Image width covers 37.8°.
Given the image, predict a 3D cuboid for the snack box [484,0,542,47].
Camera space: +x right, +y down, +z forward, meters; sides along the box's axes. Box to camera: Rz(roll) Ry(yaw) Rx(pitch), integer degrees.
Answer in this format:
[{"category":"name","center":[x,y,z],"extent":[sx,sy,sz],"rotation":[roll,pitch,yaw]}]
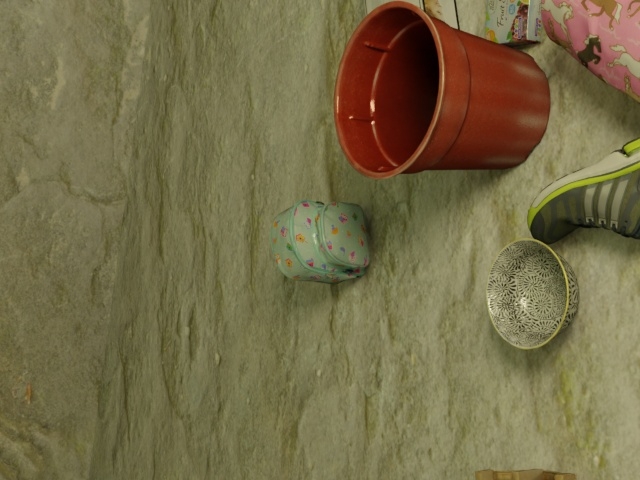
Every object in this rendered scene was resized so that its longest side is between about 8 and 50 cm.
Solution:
[{"category":"snack box","center":[0.321,-0.393,1.539],"extent":[0.100,0.037,0.141],"rotation":[7,94,58]}]

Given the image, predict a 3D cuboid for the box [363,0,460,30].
[{"category":"box","center":[0.164,-0.436,1.733],"extent":[0.169,0.087,0.290],"rotation":[-25,67,53]}]

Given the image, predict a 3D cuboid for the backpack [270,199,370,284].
[{"category":"backpack","center":[0.000,0.000,1.860],"extent":[0.144,0.188,0.166],"rotation":[-25,67,53]}]

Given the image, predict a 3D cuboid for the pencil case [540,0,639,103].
[{"category":"pencil case","center":[0.458,-0.264,1.222],"extent":[0.386,0.160,0.167],"rotation":[52,158,44]}]

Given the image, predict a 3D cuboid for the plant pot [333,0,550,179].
[{"category":"plant pot","center":[0.205,-0.223,1.498],"extent":[0.272,0.265,0.273],"rotation":[-7,82,56]}]

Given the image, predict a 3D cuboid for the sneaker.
[{"category":"sneaker","center":[0.413,-0.049,1.323],"extent":[0.300,0.111,0.121],"rotation":[-37,62,52]}]

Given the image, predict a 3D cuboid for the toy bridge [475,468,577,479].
[{"category":"toy bridge","center":[0.325,0.372,1.459],"extent":[0.188,0.063,0.026],"rotation":[-16,74,54]}]

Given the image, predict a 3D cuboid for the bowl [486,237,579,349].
[{"category":"bowl","center":[0.342,0.082,1.439],"extent":[0.170,0.080,0.170],"rotation":[-7,82,55]}]
